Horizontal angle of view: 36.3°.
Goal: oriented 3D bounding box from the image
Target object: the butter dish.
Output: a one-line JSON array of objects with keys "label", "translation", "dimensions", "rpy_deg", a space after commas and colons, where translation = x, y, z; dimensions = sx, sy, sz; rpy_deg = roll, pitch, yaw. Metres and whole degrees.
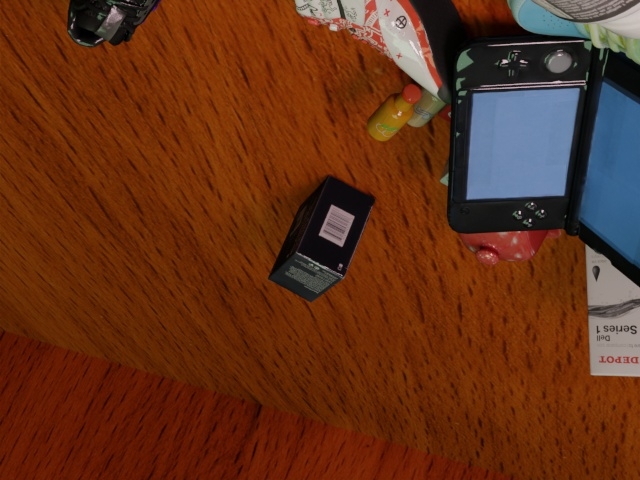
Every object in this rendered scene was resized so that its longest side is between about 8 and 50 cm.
[{"label": "butter dish", "translation": [0.259, -0.018, 1.432], "dimensions": [0.160, 0.118, 0.160], "rpy_deg": [8, 151, 26]}]

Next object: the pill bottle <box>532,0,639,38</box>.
[{"label": "pill bottle", "translation": [0.203, -0.270, 0.786], "dimensions": [0.278, 0.162, 0.162], "rpy_deg": [16, 164, -42]}]

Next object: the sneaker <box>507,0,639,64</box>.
[{"label": "sneaker", "translation": [0.309, -0.199, 0.936], "dimensions": [0.319, 0.208, 0.127], "rpy_deg": [1, 150, 37]}]

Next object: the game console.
[{"label": "game console", "translation": [0.283, -0.076, 1.129], "dimensions": [0.250, 0.173, 0.293], "rpy_deg": [-3, 133, 2]}]

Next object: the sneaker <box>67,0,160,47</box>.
[{"label": "sneaker", "translation": [-0.232, -0.314, 1.212], "dimensions": [0.102, 0.146, 0.293], "rpy_deg": [35, 152, -25]}]

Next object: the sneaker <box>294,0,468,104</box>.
[{"label": "sneaker", "translation": [0.067, -0.263, 1.146], "dimensions": [0.145, 0.090, 0.270], "rpy_deg": [0, 143, 40]}]

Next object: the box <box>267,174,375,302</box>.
[{"label": "box", "translation": [0.000, 0.000, 1.627], "dimensions": [0.093, 0.156, 0.158], "rpy_deg": [28, 154, -9]}]

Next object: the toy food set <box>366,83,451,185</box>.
[{"label": "toy food set", "translation": [0.189, -0.141, 1.254], "dimensions": [0.232, 0.111, 0.104], "rpy_deg": [29, 154, -9]}]

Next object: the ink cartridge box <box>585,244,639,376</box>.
[{"label": "ink cartridge box", "translation": [0.456, 0.080, 1.338], "dimensions": [0.160, 0.219, 0.093], "rpy_deg": [-6, 172, 44]}]
